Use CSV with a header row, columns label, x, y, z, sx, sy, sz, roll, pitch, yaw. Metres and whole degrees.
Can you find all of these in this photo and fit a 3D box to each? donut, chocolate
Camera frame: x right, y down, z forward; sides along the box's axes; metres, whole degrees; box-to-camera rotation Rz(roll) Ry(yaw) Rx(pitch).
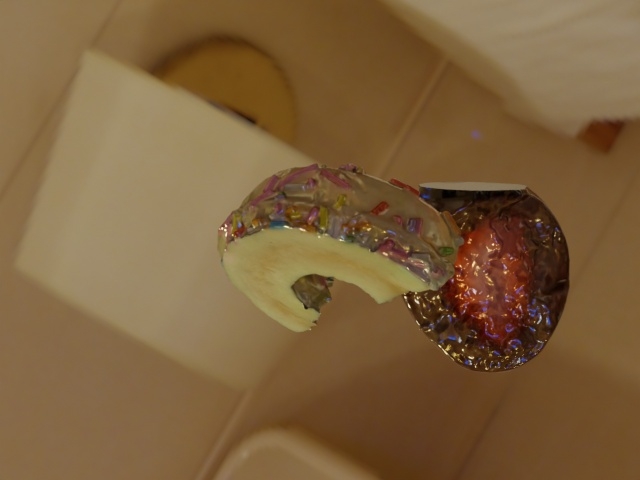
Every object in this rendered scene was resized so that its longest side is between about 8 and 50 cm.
label,x,y,z,sx,sy,sz,roll,pitch,yaw
donut,-0.001,-0.003,1.066,0.108,0.065,0.166,37,150,-25
chocolate,0.112,0.026,1.224,0.124,0.133,0.127,7,-175,23
